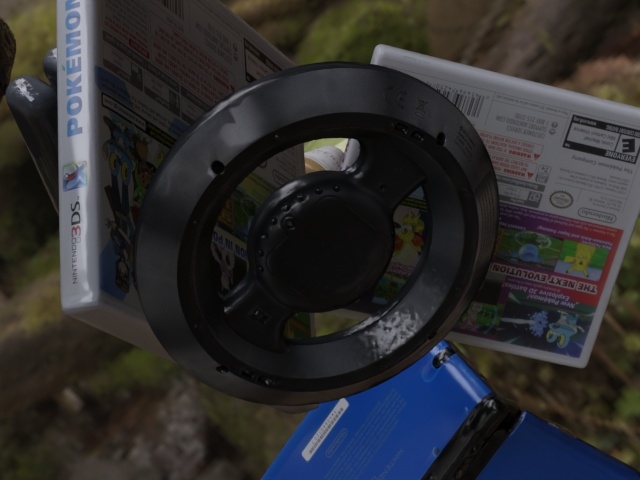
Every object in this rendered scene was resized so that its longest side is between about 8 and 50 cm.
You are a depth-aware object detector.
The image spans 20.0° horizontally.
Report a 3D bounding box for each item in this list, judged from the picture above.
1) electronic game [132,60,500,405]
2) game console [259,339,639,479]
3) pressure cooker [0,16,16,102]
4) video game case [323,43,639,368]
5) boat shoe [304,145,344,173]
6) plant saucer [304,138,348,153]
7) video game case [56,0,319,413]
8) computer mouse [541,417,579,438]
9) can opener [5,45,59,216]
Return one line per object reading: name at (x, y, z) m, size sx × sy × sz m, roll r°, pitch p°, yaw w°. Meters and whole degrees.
electronic game at (0.000, 0.000, 1.094) m, size 0.229 × 0.229 × 0.048 m, roll -43°, pitch 32°, yaw 6°
game console at (0.108, 0.246, 1.707) m, size 0.293 × 0.173 × 0.250 m, roll -55°, pitch 50°, yaw 16°
pressure cooker at (-0.525, -0.131, 1.568) m, size 0.375 × 0.420 × 0.370 m, roll -44°, pitch 25°, yaw 36°
video game case at (0.108, -0.019, 1.193) m, size 0.023 × 0.201 × 0.183 m, roll -108°, pitch 32°, yaw -68°
boat shoe at (-0.049, 0.010, 1.930) m, size 0.277 × 0.098 × 0.096 m, roll -51°, pitch -6°, yaw 34°
plant saucer at (0.043, -0.100, 2.177) m, size 0.241 × 0.037 × 0.241 m, roll -15°, pitch 39°, yaw 13°
video game case at (-0.092, -0.050, 1.335) m, size 0.036 × 0.329 × 0.300 m, roll -12°, pitch 68°, yaw 22°
computer mouse at (0.153, 0.264, 1.828) m, size 0.272 × 0.072 × 0.188 m, roll -30°, pitch 60°, yaw -11°
can opener at (-0.154, -0.024, 1.402) m, size 0.095 × 0.283 × 0.076 m, roll 32°, pitch 65°, yaw 33°
